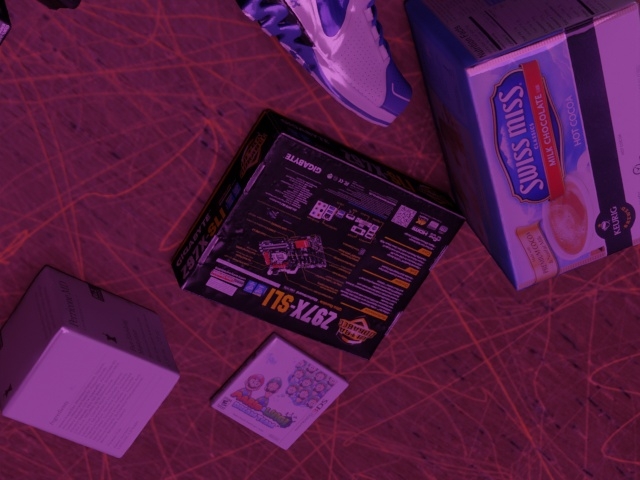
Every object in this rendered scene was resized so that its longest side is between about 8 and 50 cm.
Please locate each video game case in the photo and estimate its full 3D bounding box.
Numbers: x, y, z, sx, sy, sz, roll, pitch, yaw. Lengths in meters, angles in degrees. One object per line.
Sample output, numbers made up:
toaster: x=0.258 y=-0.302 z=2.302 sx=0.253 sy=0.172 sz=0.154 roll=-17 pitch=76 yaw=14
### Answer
video game case: x=-0.059 y=0.223 z=1.982 sx=0.157 sy=0.019 sz=0.143 roll=36 pitch=103 yaw=-33

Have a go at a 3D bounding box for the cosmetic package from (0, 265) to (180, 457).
cosmetic package: x=-0.311 y=0.159 z=1.773 sx=0.183 sy=0.151 sz=0.151 roll=27 pitch=108 yaw=-32

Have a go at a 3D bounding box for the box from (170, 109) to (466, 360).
box: x=0.000 y=0.000 z=1.833 sx=0.322 sy=0.079 sz=0.257 roll=22 pitch=112 yaw=-29

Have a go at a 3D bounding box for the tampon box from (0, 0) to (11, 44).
tampon box: x=-0.447 y=-0.246 z=1.508 sx=0.161 sy=0.101 sz=0.120 roll=25 pitch=109 yaw=-30

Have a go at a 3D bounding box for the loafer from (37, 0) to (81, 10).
loafer: x=-0.361 y=-0.330 z=1.515 sx=0.078 sy=0.080 sz=0.220 roll=-23 pitch=134 yaw=36

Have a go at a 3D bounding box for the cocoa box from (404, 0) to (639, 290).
cocoa box: x=0.279 y=-0.158 z=1.740 sx=0.228 sy=0.231 sz=0.347 roll=-22 pitch=124 yaw=-5

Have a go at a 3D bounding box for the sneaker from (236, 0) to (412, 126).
sneaker: x=0.030 y=-0.289 z=1.637 sx=0.182 sy=0.127 sz=0.315 roll=-44 pitch=123 yaw=12
